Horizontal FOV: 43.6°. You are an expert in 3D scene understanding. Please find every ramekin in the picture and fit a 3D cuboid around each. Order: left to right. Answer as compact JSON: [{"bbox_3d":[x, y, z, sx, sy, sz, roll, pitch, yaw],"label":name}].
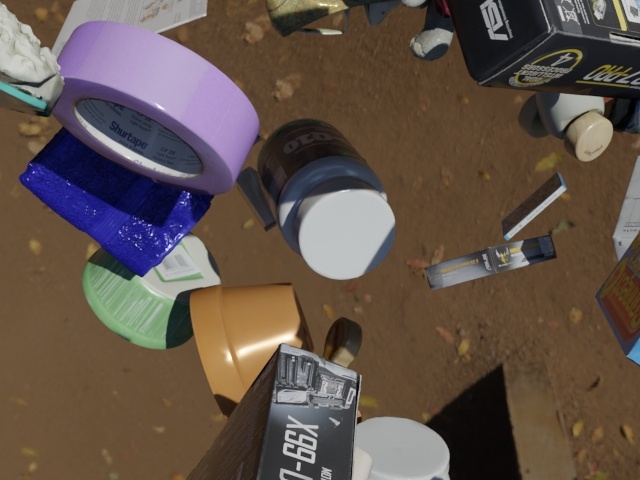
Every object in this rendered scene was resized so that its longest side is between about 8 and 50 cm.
[{"bbox_3d":[-0.379,0.086,1.848,0.303,0.303,0.148,36,120,-12],"label":"ramekin"}]

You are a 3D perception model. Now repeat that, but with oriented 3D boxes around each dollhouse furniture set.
[{"bbox_3d":[-0.071,-0.206,1.943,0.303,0.198,0.286,-34,89,-6],"label":"dollhouse furniture set"}]

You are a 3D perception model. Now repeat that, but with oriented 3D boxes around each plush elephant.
[{"bbox_3d":[0.225,-0.484,1.385,0.272,0.255,0.330,21,105,46],"label":"plush elephant"}]

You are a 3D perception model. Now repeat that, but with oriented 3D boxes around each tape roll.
[{"bbox_3d":[-0.223,-0.167,1.061,0.274,0.090,0.275,21,161,8],"label":"tape roll"}]

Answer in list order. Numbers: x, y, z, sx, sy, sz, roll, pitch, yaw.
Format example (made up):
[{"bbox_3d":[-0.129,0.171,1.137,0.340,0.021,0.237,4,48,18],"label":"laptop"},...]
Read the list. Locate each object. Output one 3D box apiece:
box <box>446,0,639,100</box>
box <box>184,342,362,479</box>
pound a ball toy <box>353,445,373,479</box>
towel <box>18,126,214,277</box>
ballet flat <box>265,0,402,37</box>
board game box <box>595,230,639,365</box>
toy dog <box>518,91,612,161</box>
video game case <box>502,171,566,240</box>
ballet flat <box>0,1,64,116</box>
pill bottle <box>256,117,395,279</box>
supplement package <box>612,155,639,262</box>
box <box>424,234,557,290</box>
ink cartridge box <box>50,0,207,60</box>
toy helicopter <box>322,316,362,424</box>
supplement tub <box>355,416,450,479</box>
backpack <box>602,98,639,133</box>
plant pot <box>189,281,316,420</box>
[{"bbox_3d":[0.217,-0.328,0.739,0.097,0.318,0.395,-31,70,50],"label":"box"},{"bbox_3d":[-0.078,0.267,0.632,0.076,0.242,0.307,25,125,-13],"label":"box"},{"bbox_3d":[-0.017,0.390,0.974,0.135,0.319,0.208,28,138,-3],"label":"pound a ball toy"},{"bbox_3d":[-0.374,-0.098,1.507,0.308,0.076,0.228,42,82,-24],"label":"towel"},{"bbox_3d":[0.065,-0.482,1.617,0.348,0.123,0.123,-10,117,4],"label":"ballet flat"},{"bbox_3d":[0.421,-0.015,0.832,0.086,0.308,0.302,32,103,8],"label":"board game box"},{"bbox_3d":[0.433,-0.288,1.330,0.161,0.220,0.334,-34,156,-12],"label":"toy dog"},{"bbox_3d":[0.464,-0.076,1.748,0.015,0.119,0.166,43,111,-6],"label":"video game case"},{"bbox_3d":[-0.370,-0.207,0.559,0.408,0.147,0.147,15,123,-30],"label":"ballet flat"},{"bbox_3d":[0.006,-0.083,1.493,0.204,0.361,0.204,-6,117,-12],"label":"pill bottle"},{"bbox_3d":[0.641,-0.037,1.475,0.139,0.244,0.134,0,132,36],"label":"supplement package"},{"bbox_3d":[0.369,0.047,1.727,0.183,0.231,0.056,-21,81,48],"label":"box"},{"bbox_3d":[-0.290,-0.347,1.284,0.261,0.296,0.066,-16,126,6],"label":"ink cartridge box"},{"bbox_3d":[-0.008,0.308,1.407,0.140,0.235,0.355,21,92,-21],"label":"toy helicopter"},{"bbox_3d":[0.112,0.455,1.335,0.191,0.191,0.272,7,112,4],"label":"supplement tub"},{"bbox_3d":[0.770,-0.342,1.623,0.355,0.273,0.290,-2,126,1],"label":"backpack"},{"bbox_3d":[-0.126,0.209,1.648,0.203,0.291,0.291,-19,116,1],"label":"plant pot"}]
